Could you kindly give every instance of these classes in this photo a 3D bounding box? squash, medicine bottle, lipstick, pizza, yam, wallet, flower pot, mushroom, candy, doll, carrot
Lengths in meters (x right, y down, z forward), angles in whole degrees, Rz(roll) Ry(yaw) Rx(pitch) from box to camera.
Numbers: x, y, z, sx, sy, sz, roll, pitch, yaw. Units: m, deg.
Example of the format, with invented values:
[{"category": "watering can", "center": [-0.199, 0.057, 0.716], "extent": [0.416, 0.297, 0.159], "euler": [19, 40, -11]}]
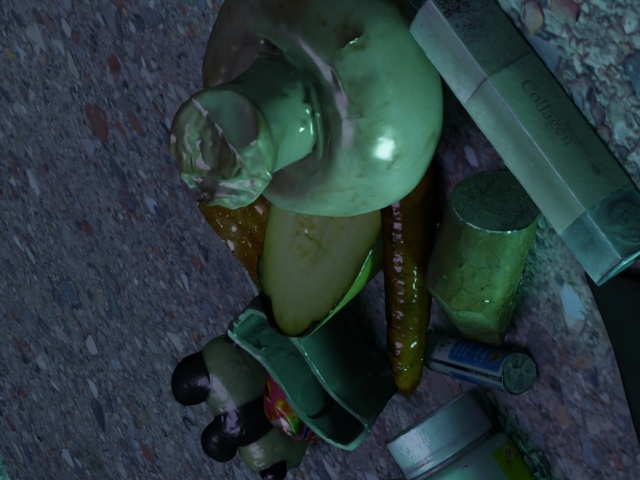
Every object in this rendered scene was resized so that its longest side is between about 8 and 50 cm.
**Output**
[{"category": "squash", "center": [0.000, 0.000, 2.071], "extent": [0.237, 0.155, 0.204], "euler": [22, 137, 53]}, {"category": "medicine bottle", "center": [0.188, 0.304, 2.065], "extent": [0.225, 0.139, 0.139], "euler": [57, 154, 5]}, {"category": "lipstick", "center": [0.207, -0.108, 1.685], "extent": [0.317, 0.066, 0.068], "euler": [55, 155, 10]}, {"category": "pizza", "center": [-0.080, -0.029, 2.275], "extent": [0.197, 0.058, 0.292], "euler": [18, 133, 42]}, {"category": "yam", "center": [0.167, 0.033, 1.870], "extent": [0.106, 0.106, 0.259], "euler": [46, 150, 26]}, {"category": "wallet", "center": [0.342, 0.139, 1.751], "extent": [0.124, 0.025, 0.244], "euler": [10, 127, 57]}, {"category": "flower pot", "center": [0.000, 0.147, 2.213], "extent": [0.229, 0.108, 0.103], "euler": [49, 141, -8]}, {"category": "mushroom", "center": [-0.033, -0.148, 1.808], "extent": [0.297, 0.290, 0.298], "euler": [31, 133, 39]}, {"category": "candy", "center": [-0.071, 0.105, 2.383], "extent": [0.365, 0.124, 0.124], "euler": [63, 155, 12]}, {"category": "doll", "center": [-0.107, 0.239, 2.518], "extent": [0.135, 0.143, 0.234], "euler": [-17, 102, 57]}, {"category": "medicine bottle", "center": [0.171, 0.138, 2.023], "extent": [0.191, 0.051, 0.051], "euler": [14, 129, 57]}, {"category": "carrot", "center": [0.097, 0.046, 1.989], "extent": [0.066, 0.066, 0.314], "euler": [32, 132, 43]}]

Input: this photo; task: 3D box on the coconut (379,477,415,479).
[{"category": "coconut", "center": [0.087, 0.422, 2.265], "extent": [0.244, 0.239, 0.239], "euler": [49, 152, 13]}]
